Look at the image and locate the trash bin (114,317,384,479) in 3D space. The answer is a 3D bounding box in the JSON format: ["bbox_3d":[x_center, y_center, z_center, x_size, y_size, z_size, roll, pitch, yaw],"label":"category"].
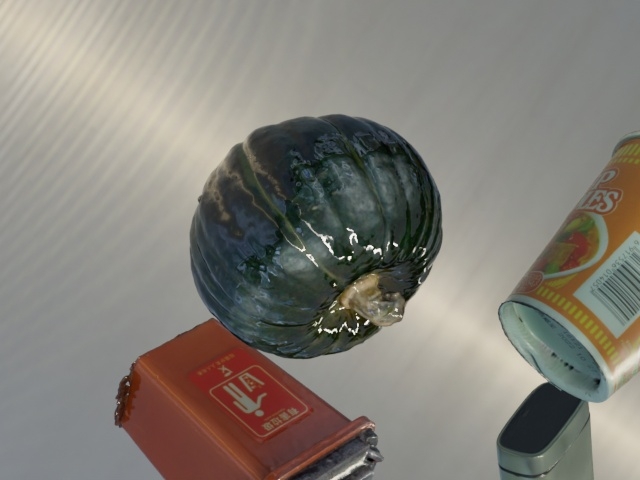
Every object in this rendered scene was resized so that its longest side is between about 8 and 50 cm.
[{"bbox_3d":[-0.077,0.209,1.482,0.161,0.238,0.184,-27,145,-39],"label":"trash bin"}]

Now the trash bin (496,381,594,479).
[{"bbox_3d":[0.218,0.220,1.459,0.116,0.059,0.130,-42,133,-42],"label":"trash bin"}]

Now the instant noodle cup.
[{"bbox_3d":[0.249,0.032,1.251,0.185,0.168,0.168,-44,151,-17],"label":"instant noodle cup"}]

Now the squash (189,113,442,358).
[{"bbox_3d":[-0.004,-0.003,1.211,0.218,0.172,0.218,-8,153,-4],"label":"squash"}]
